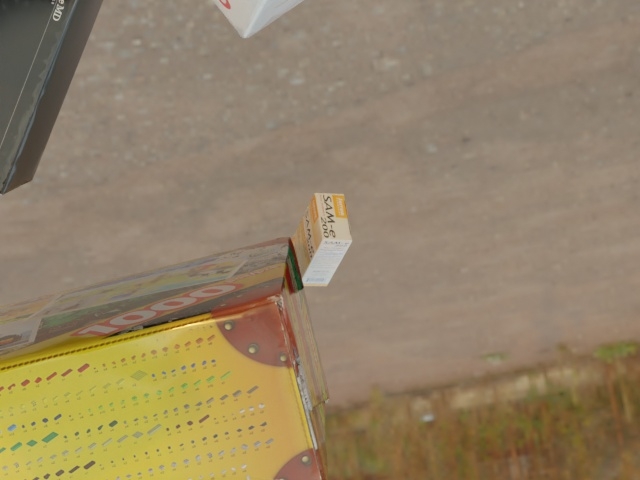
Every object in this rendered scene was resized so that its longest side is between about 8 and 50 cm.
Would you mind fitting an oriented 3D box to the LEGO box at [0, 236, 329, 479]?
[{"bbox_3d":[-0.248,0.165,1.189,0.500,0.193,0.372,-14,-173,1],"label":"LEGO box"}]

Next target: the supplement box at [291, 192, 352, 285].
[{"bbox_3d":[0.000,0.000,1.417,0.036,0.062,0.098,2,146,-19],"label":"supplement box"}]

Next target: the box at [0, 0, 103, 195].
[{"bbox_3d":[-0.357,-0.208,1.374,0.184,0.261,0.103,26,-166,4],"label":"box"}]

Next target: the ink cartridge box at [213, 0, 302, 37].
[{"bbox_3d":[-0.058,-0.375,1.084,0.166,0.285,0.395,-38,180,-15],"label":"ink cartridge box"}]
